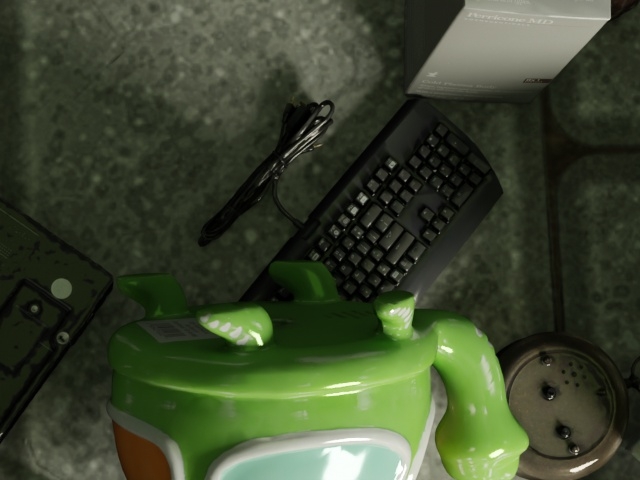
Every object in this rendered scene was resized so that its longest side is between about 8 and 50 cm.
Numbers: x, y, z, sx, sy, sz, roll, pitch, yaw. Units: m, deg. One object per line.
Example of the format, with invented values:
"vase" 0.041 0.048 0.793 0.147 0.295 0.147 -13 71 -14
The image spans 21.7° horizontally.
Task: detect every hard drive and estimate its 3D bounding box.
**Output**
"hard drive" -0.361 0.103 1.377 0.237 0.064 0.339 34 77 -1

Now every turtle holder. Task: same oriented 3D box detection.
"turtle holder" -0.015 0.140 1.330 0.320 0.243 0.227 -9 101 -48

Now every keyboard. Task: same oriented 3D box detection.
"keyboard" 0.000 0.000 1.459 0.201 0.033 0.317 39 77 0

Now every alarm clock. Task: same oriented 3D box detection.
"alarm clock" 0.220 0.138 1.451 0.192 0.064 0.129 -17 83 -13

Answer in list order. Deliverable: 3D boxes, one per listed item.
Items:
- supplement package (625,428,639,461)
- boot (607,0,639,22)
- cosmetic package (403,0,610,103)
"supplement package" 0.426 0.183 1.376 0.263 0.198 0.199 38 89 4
"boot" 0.254 -0.216 1.484 0.106 0.114 0.037 -33 86 -11
"cosmetic package" 0.151 -0.196 1.404 0.127 0.238 0.107 3 80 -6
